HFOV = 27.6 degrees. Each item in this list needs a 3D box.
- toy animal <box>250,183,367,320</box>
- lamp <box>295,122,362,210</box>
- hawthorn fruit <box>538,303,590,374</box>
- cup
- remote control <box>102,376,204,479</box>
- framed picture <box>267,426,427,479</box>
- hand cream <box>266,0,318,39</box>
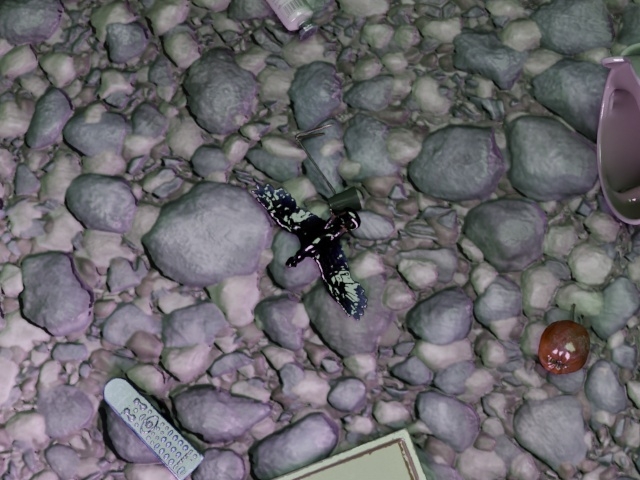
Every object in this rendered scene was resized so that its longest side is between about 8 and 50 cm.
[{"bbox_3d":[0.000,0.000,1.677,0.108,0.062,0.220,-42,86,17],"label":"toy animal"},{"bbox_3d":[0.010,-0.089,1.712,0.054,0.041,0.121,-19,83,-2],"label":"lamp"},{"bbox_3d":[0.321,0.125,1.690,0.066,0.067,0.103,32,49,2],"label":"hawthorn fruit"},{"bbox_3d":[0.493,-0.161,1.710,0.257,0.219,0.290,-5,45,-9],"label":"cup"},{"bbox_3d":[-0.209,0.229,1.610,0.152,0.027,0.043,46,69,4],"label":"remote control"},{"bbox_3d":[0.058,0.420,1.598,0.240,0.020,0.324,-20,79,-11],"label":"framed picture"},{"bbox_3d":[-0.067,-0.355,1.768,0.067,0.042,0.194,-32,77,-5],"label":"hand cream"}]
